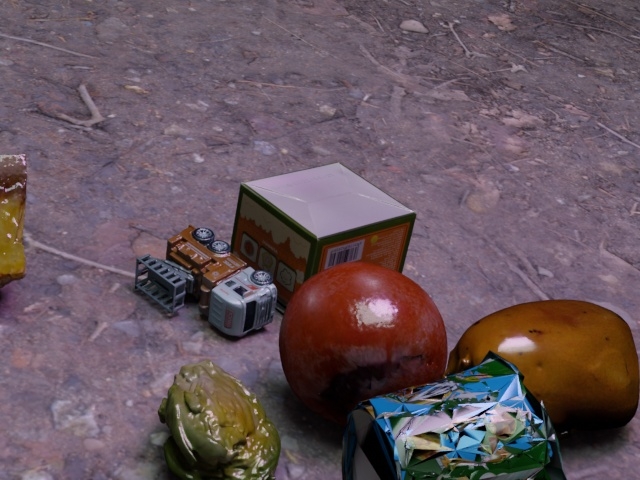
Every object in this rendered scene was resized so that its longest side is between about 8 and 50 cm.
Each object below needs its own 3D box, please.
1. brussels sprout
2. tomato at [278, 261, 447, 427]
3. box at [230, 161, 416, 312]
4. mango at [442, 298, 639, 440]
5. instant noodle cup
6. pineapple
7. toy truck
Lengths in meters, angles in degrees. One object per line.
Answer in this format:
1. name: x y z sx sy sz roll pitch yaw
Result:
1. brussels sprout: -0.119 0.222 1.373 0.139 0.101 0.181 5 29 -33
2. tomato: 0.053 0.135 1.471 0.208 0.208 0.184 4 29 -16
3. box: 0.000 0.000 1.722 0.194 0.148 0.177 -16 38 -39
4. mango: 0.296 0.166 1.576 0.287 0.153 0.201 -5 25 -33
5. instant noodle cup: 0.134 0.255 1.311 0.178 0.240 0.240 -6 36 -19
6. pineapple: -0.435 -0.034 1.562 0.114 0.186 0.236 -5 29 -30
7. toy truck: -0.154 0.063 1.626 0.177 0.080 0.115 32 40 29
